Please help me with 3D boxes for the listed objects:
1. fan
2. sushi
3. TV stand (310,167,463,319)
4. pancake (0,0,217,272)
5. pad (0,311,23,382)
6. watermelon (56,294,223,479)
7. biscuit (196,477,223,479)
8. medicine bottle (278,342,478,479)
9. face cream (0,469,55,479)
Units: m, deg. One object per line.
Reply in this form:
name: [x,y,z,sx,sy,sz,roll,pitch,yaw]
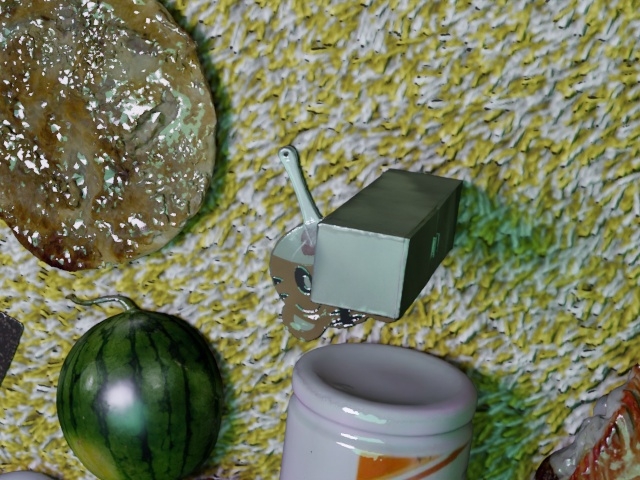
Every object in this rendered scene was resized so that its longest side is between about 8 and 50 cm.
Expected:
fan: [0.000,0.000,1.370,0.153,0.008,0.226,-16,100,19]
sushi: [0.286,0.275,1.309,0.124,0.130,0.332,37,116,-2]
TV stand: [0.073,-0.003,1.210,0.088,0.269,0.082,10,107,15]
pancake: [-0.274,-0.136,1.381,0.356,0.065,0.356,4,106,16]
pad: [-0.549,0.116,1.549,0.330,0.004,0.220,29,109,6]
watermelon: [-0.222,0.186,1.417,0.204,0.127,0.232,2,99,18]
biscuit: [-0.153,0.355,1.454,0.192,0.049,0.192,-5,123,-9]
medicine bottle: [0.050,0.289,1.327,0.202,0.202,0.315,11,107,12]
face cream: [-0.380,0.368,1.528,0.337,0.080,0.163,-18,98,18]
